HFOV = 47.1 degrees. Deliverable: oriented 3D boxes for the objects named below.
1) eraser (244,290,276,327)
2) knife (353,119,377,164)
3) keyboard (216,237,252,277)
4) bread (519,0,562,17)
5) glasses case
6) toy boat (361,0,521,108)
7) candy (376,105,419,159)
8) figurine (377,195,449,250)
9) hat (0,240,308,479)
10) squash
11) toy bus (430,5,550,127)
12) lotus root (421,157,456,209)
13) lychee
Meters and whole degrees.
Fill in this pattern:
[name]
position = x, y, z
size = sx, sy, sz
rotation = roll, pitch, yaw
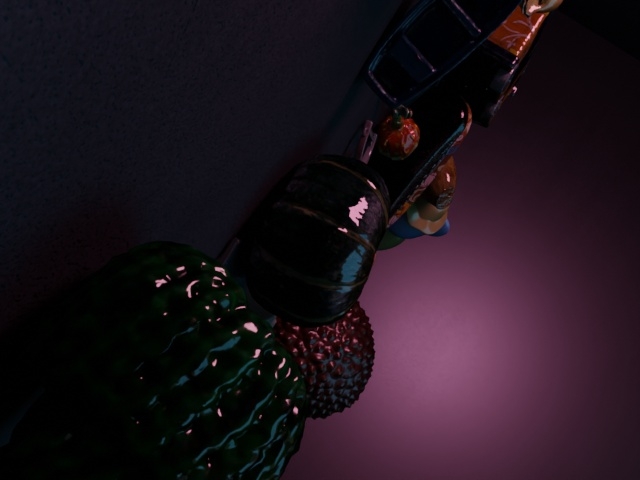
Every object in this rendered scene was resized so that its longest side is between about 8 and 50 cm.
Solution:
[eraser]
position = -0.183, 0.215, 1.173
size = 0.279, 0.081, 0.124
rotation = -56, 172, 9
[knife]
position = 0.021, -0.076, 1.264
size = 0.278, 0.053, 0.123
rotation = -56, 166, 2
[keyboard]
position = -0.113, 0.026, 1.036
size = 0.055, 0.014, 0.176
rotation = -55, 172, 1
[bread]
position = 0.302, -0.455, 1.028
size = 0.174, 0.133, 0.251
rotation = -39, 142, -31
[glasses case]
position = 0.169, -0.156, 1.435
size = 0.082, 0.122, 0.321
rotation = 13, 124, -44
[toy boat]
position = 0.185, -0.300, 0.977
size = 0.299, 0.096, 0.062
rotation = -40, -176, 18
[candy]
position = 0.132, -0.228, 1.260
size = 0.287, 0.078, 0.084
rotation = 73, 29, -68
[figurine]
position = 0.166, -0.070, 1.636
size = 0.262, 0.179, 0.154
rotation = -9, -165, 34
[hat]
position = -0.179, 0.178, 0.600
size = 0.332, 0.242, 0.274
rotation = -38, 154, -18
[squash]
position = 0.000, 0.000, 1.040
size = 0.252, 0.165, 0.252
rotation = 22, 90, -85
[toy bus]
position = 0.317, -0.361, 1.398
size = 0.194, 0.162, 0.323
rotation = -56, 170, -6
[lotus root]
position = 0.219, -0.180, 1.518
size = 0.110, 0.097, 0.258
rotation = 102, -19, -50
[lychee]
position = -0.028, 0.214, 1.446
size = 0.275, 0.276, 0.304
rotation = -57, 156, 14
